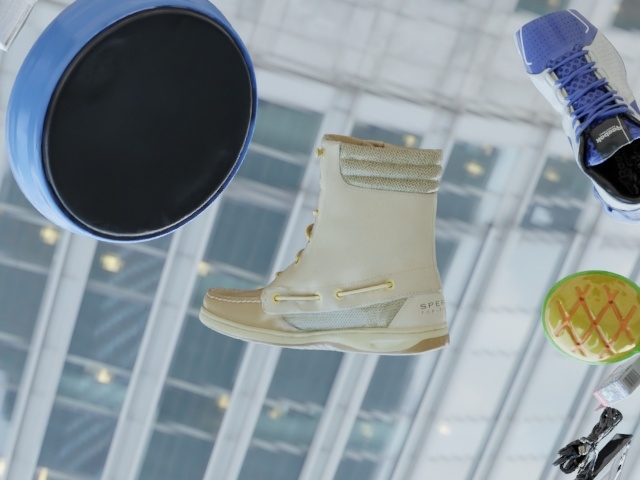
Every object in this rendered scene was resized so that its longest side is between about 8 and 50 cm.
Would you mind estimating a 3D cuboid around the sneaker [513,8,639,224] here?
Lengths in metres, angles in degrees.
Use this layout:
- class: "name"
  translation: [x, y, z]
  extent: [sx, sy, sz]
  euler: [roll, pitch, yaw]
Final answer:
- class: "sneaker"
  translation: [0.380, -0.173, 2.265]
  extent: [0.315, 0.127, 0.182]
  euler: [64, -174, 5]

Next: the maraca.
- class: "maraca"
  translation: [0.385, 0.103, 2.220]
  extent: [0.186, 0.127, 0.099]
  euler: [4, -168, 11]

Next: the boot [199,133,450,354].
- class: "boot"
  translation: [0.000, 0.000, 1.597]
  extent: [0.262, 0.203, 0.095]
  euler: [3, -172, 33]

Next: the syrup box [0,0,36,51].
- class: "syrup box"
  translation: [-0.468, -0.354, 2.218]
  extent: [0.093, 0.096, 0.237]
  euler: [22, 165, 18]

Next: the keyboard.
- class: "keyboard"
  translation: [0.288, 0.282, 1.886]
  extent: [0.033, 0.201, 0.317]
  euler: [21, -159, 21]

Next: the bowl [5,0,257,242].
- class: "bowl"
  translation: [-0.257, -0.176, 2.403]
  extent: [0.391, 0.391, 0.077]
  euler: [-4, -155, -38]

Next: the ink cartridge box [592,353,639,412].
- class: "ink cartridge box"
  translation: [0.405, 0.193, 2.280]
  extent: [0.029, 0.115, 0.063]
  euler: [47, -115, 2]
